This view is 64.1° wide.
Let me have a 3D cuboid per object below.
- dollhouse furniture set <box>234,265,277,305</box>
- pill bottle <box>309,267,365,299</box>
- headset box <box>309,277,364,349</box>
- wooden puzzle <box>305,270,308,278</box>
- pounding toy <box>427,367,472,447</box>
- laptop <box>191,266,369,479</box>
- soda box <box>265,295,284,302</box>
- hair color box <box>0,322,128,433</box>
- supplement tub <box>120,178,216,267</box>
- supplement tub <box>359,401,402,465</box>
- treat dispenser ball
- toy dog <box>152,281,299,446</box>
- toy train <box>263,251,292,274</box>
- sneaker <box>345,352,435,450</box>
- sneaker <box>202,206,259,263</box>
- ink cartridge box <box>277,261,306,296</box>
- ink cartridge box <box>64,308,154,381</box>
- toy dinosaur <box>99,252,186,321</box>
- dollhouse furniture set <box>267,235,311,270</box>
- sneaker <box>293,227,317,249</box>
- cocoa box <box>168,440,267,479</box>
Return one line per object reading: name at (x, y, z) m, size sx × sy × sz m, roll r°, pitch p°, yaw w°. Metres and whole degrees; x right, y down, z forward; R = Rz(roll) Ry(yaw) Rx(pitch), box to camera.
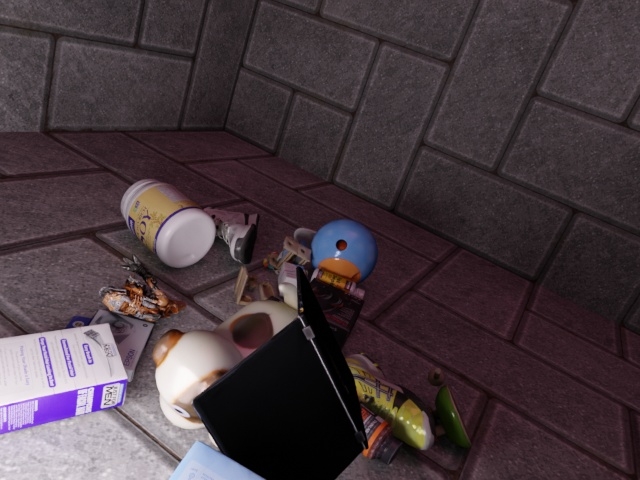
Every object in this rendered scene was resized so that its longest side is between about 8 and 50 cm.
dollhouse furniture set at (-0.225, 0.153, 1.859) m, size 0.151 × 0.123 × 0.144 m, roll 11°, pitch 23°, yaw -22°
pill bottle at (0.061, 0.197, 2.011) m, size 0.214 × 0.117 × 0.117 m, roll 21°, pitch 21°, yaw 2°
headset box at (0.014, 0.267, 1.812) m, size 0.218 × 0.110 × 0.293 m, roll 24°, pitch 22°, yaw 10°
wooden puzzle at (-0.060, 0.161, 2.029) m, size 0.014 × 0.116 × 0.079 m, roll 4°, pitch 67°, yaw -5°
pounding toy at (0.352, 0.508, 1.519) m, size 0.183 × 0.110 × 0.237 m, roll 44°, pitch 24°, yaw -70°
laptop at (-0.069, 0.336, 1.163) m, size 0.236 × 0.382 × 0.408 m, roll -22°, pitch 21°, yaw 5°
soda box at (-0.188, 0.249, 1.756) m, size 0.060 × 0.053 × 0.169 m, roll 25°, pitch 21°, yaw 15°
hair color box at (-0.622, 0.302, 1.125) m, size 0.338 × 0.110 × 0.185 m, roll -5°, pitch 39°, yaw -35°
supplement tub at (-0.580, -0.074, 1.931) m, size 0.331 × 0.241 × 0.241 m, roll 34°, pitch 26°, yaw 33°
supplement tub at (0.117, 0.501, 1.352) m, size 0.197 × 0.106 × 0.106 m, roll 30°, pitch 24°, yaw 25°
treat dispenser ball at (0.098, 0.053, 2.156) m, size 0.287 × 0.288 × 0.288 m, roll 17°, pitch 22°, yaw -7°
toy dog at (-0.198, 0.301, 1.201) m, size 0.284 × 0.396 × 0.407 m, roll 43°, pitch 22°, yaw 21°
toy train at (-0.170, 0.086, 2.172) m, size 0.125 × 0.046 × 0.166 m, roll 25°, pitch 22°, yaw 13°
sneaker at (0.160, 0.470, 1.455) m, size 0.147 × 0.145 × 0.384 m, roll -8°, pitch 24°, yaw -36°
sneaker at (-0.401, -0.025, 2.136) m, size 0.257 × 0.169 × 0.447 m, roll 9°, pitch 15°, yaw -5°
ink cartridge box at (-0.109, 0.162, 1.983) m, size 0.092 × 0.090 × 0.143 m, roll 14°, pitch 22°, yaw -15°
ink cartridge box at (-0.585, 0.269, 1.372) m, size 0.223 × 0.045 × 0.223 m, roll 15°, pitch 22°, yaw -11°
toy dinosaur at (-0.528, 0.180, 1.522) m, size 0.218 × 0.164 × 0.322 m, roll 35°, pitch -17°, yaw 30°
dollhouse furniture set at (-0.121, 0.029, 2.132) m, size 0.128 × 0.129 × 0.184 m, roll 31°, pitch 37°, yaw -19°
sneaker at (0.000, 0.000, 2.465) m, size 0.292 × 0.108 × 0.169 m, roll 25°, pitch 18°, yaw -15°
cocoa box at (-0.123, 0.538, 0.810) m, size 0.346 × 0.228 × 0.231 m, roll 25°, pitch 42°, yaw 12°
